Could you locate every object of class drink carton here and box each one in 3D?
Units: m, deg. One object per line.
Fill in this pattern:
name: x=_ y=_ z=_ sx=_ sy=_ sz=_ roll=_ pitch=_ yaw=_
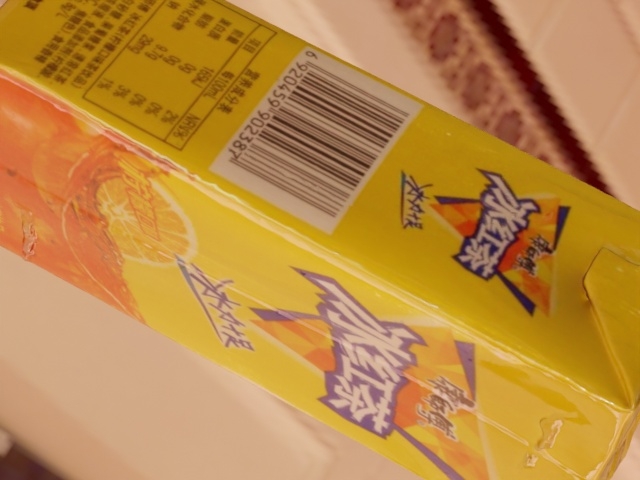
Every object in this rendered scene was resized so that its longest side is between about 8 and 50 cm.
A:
drink carton: x=0.000 y=0.000 z=0.966 sx=0.351 sy=0.111 sz=0.154 roll=28 pitch=147 yaw=11
